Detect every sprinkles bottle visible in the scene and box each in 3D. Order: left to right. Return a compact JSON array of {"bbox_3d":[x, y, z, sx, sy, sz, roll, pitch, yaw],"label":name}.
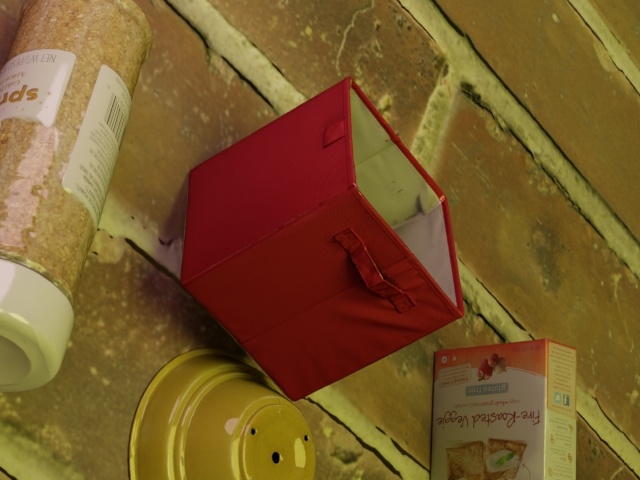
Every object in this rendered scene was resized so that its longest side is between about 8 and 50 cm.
[{"bbox_3d":[-0.228,-0.053,1.243,0.121,0.121,0.355,42,42,-35],"label":"sprinkles bottle"}]

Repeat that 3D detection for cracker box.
[{"bbox_3d":[0.200,0.232,1.682,0.067,0.155,0.232,18,68,-45],"label":"cracker box"}]

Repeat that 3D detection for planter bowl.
[{"bbox_3d":[-0.069,0.206,1.436,0.217,0.090,0.217,12,74,-46],"label":"planter bowl"}]

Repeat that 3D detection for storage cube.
[{"bbox_3d":[0.000,0.000,1.433,0.184,0.193,0.215,49,23,-31],"label":"storage cube"}]
